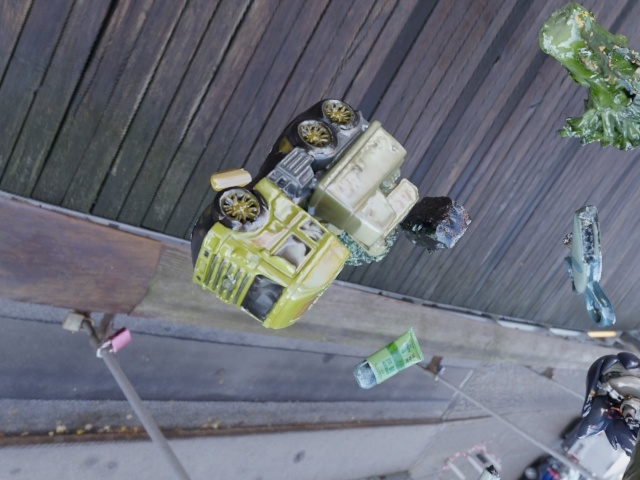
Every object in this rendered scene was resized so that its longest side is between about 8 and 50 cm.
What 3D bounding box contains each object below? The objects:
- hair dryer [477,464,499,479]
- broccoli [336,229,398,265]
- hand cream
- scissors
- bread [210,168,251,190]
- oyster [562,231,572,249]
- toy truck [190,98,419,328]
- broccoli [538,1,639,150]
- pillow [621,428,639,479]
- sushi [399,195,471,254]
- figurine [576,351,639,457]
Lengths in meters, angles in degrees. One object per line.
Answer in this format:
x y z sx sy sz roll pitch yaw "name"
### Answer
0.311 0.574 1.000 0.236 0.131 0.073 -60 168 -1 "hair dryer"
0.087 -0.073 1.296 0.246 0.248 0.288 -19 88 -37 "broccoli"
0.162 0.288 1.150 0.175 0.046 0.095 -26 105 -12 "hand cream"
0.435 0.036 0.789 0.041 0.138 0.289 -25 137 12 "scissors"
-0.221 -0.154 1.212 0.103 0.062 0.049 -10 109 1 "bread"
0.613 -0.002 1.143 0.019 0.054 0.083 -60 176 -42 "oyster"
-0.007 -0.047 0.777 0.405 0.254 0.180 -50 174 -37 "toy truck"
0.396 -0.234 0.672 0.304 0.145 0.164 14 94 -38 "broccoli"
0.375 0.209 0.441 0.302 0.185 0.075 -33 96 -36 "pillow"
0.305 -0.042 1.327 0.124 0.225 0.127 40 81 -12 "sushi"
0.675 0.365 1.064 0.265 0.175 0.197 -41 156 -44 "figurine"
